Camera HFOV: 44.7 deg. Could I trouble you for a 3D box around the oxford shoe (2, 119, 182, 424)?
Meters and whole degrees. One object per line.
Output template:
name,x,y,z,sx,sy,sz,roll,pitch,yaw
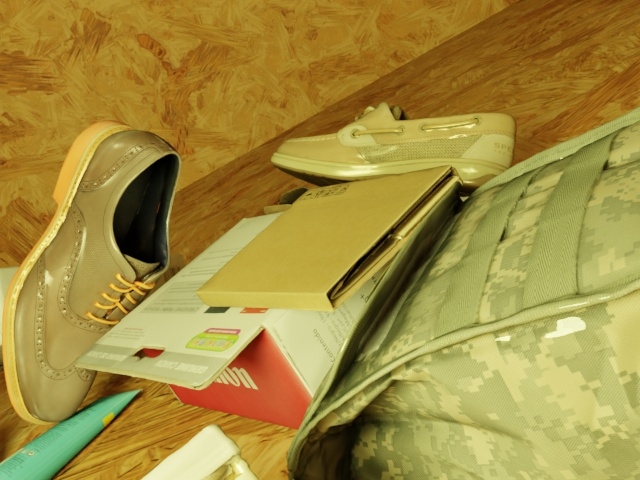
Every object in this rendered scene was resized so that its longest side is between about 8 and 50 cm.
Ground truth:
oxford shoe,-0.255,0.047,0.877,0.132,0.364,0.130,19,5,38

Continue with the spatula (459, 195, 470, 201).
spatula,0.112,-0.020,0.877,0.242,0.019,0.168,10,38,29

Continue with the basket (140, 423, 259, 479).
basket,-0.068,0.188,0.399,0.113,0.103,0.167,-37,-17,-27

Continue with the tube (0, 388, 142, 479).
tube,-0.300,0.233,0.907,0.080,0.052,0.207,-12,17,34

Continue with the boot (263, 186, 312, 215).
boot,0.007,-0.003,0.988,0.112,0.115,0.305,-32,18,-22

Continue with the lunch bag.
lunch bag,0.121,0.057,0.496,0.287,0.169,0.235,-25,14,38

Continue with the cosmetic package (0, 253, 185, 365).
cosmetic package,-0.403,0.115,1.117,0.284,0.098,0.377,-20,-7,25

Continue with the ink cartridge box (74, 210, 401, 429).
ink cartridge box,-0.060,0.088,0.774,0.272,0.130,0.309,-42,19,-30

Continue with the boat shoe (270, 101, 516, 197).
boat shoe,0.091,-0.118,1.020,0.341,0.110,0.121,7,-7,30

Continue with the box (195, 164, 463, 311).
box,0.000,0.000,0.653,0.164,0.021,0.201,-44,22,-29
